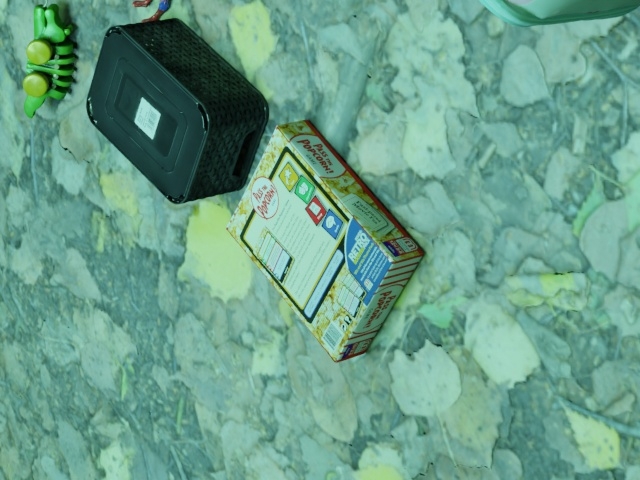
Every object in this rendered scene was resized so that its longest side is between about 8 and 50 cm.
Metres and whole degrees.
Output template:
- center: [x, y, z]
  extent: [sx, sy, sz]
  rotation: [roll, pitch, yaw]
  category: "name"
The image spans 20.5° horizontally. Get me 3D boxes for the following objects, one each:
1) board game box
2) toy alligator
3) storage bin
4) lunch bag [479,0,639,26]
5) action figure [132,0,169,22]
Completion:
- center: [0.000, 0.000, 1.733]
  extent: [0.193, 0.045, 0.147]
  rotation: [50, 132, 25]
  category: "board game box"
- center: [-0.300, -0.224, 1.990]
  extent: [0.051, 0.056, 0.189]
  rotation: [11, 114, 0]
  category: "toy alligator"
- center: [-0.151, -0.135, 1.828]
  extent: [0.180, 0.084, 0.122]
  rotation: [44, 129, 31]
  category: "storage bin"
- center: [0.157, -0.301, 1.349]
  extent: [0.108, 0.224, 0.279]
  rotation: [-38, 74, 45]
  category: "lunch bag"
- center: [-0.158, -0.268, 1.841]
  extent: [0.115, 0.030, 0.038]
  rotation: [-41, 66, 43]
  category: "action figure"
